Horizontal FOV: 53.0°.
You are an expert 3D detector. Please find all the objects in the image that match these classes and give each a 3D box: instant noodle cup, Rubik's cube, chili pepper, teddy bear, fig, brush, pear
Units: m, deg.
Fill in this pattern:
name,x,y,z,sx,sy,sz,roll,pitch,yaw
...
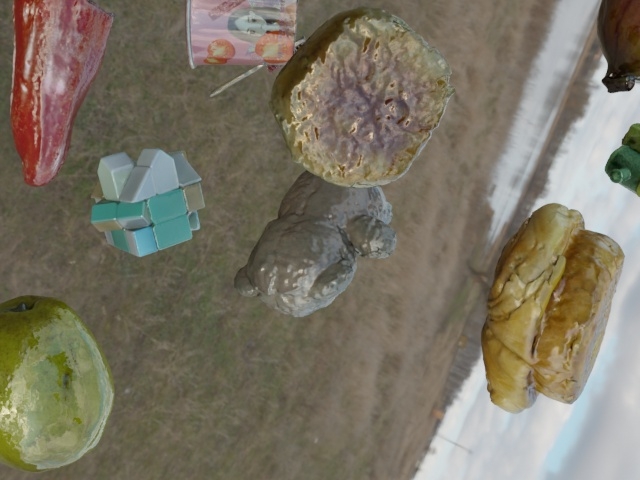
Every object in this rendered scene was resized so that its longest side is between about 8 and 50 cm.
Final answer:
name,x,y,z,sx,sy,sz,roll,pitch,yaw
instant noodle cup,-0.168,-0.494,1.419,0.243,0.231,0.243,-176,-90,-85
Rubik's cube,-0.394,-0.098,1.410,0.265,0.224,0.213,-24,114,-36
chili pepper,-0.351,-0.196,0.825,0.136,0.144,0.253,2,104,-67
teddy bear,0.000,-0.001,0.954,0.151,0.236,0.267,56,42,-39
fig,0.588,-0.373,1.132,0.214,0.235,0.235,-37,-173,39
brush,-0.178,-0.493,1.866,0.050,0.321,0.060,58,15,-24
pear,-0.505,0.256,1.151,0.253,0.253,0.307,-30,116,-66

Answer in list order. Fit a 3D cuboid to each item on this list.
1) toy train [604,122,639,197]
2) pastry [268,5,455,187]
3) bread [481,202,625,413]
name,x,y,z,sx,sy,sz,roll,pitch,yaw
toy train,0.616,-0.073,1.034,0.237,0.369,0.150,-17,133,-30
pastry,0.043,-0.158,0.719,0.192,0.182,0.093,-56,-163,12
bread,0.256,0.080,0.721,0.198,0.120,0.236,-46,143,-42
